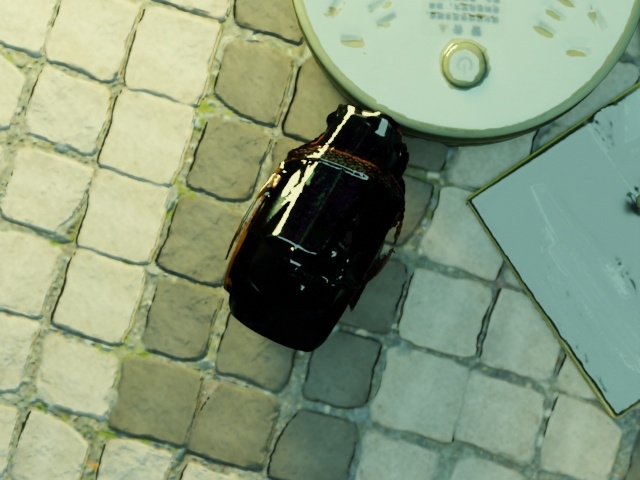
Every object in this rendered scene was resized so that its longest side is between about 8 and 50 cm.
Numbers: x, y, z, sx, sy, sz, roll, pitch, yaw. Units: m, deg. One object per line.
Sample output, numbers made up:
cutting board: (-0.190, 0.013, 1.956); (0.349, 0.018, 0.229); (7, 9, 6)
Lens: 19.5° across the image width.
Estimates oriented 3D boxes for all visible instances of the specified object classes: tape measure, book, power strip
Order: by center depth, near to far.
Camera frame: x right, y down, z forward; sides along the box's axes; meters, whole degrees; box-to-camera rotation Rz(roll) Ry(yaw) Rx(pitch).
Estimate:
tape measure: (0.000, 0.000, 1.737); (0.135, 0.223, 0.202); (27, 62, 3)
power strip: (0.137, -0.269, 1.759); (0.358, 0.161, 0.357); (0, 90, 2)
book: (0.367, -0.035, 1.819); (0.374, 0.028, 0.262); (-34, 87, 2)

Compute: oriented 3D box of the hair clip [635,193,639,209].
hair clip: (0.493, -0.160, 1.651); (0.392, 0.318, 0.238); (0, 83, 0)
